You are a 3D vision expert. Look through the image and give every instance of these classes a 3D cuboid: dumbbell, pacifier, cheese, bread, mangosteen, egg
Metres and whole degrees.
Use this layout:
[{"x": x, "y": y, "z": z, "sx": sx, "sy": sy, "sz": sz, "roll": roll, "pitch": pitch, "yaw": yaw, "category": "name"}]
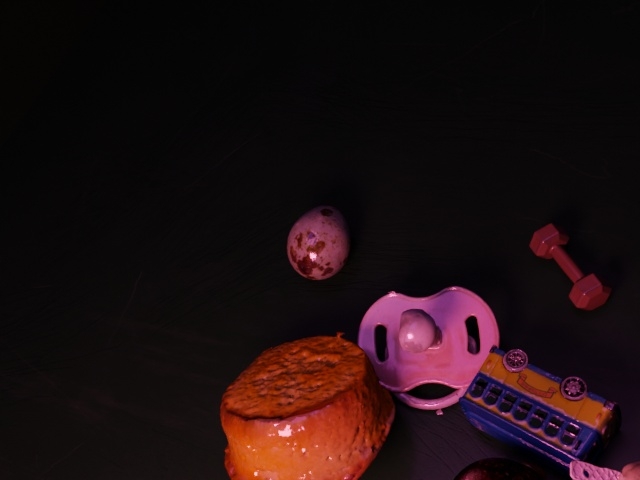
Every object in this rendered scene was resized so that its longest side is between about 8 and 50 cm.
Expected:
[{"x": 0.581, "y": 0.059, "z": 1.767, "sx": 0.082, "sy": 0.092, "sz": 0.231, "roll": -9, "pitch": 47, "yaw": -20, "category": "dumbbell"}, {"x": 0.236, "y": 0.223, "z": 1.715, "sx": 0.332, "sy": 0.273, "sz": 0.220, "roll": -7, "pitch": 37, "yaw": 18, "category": "pacifier"}, {"x": 0.582, "y": 0.457, "z": 1.410, "sx": 0.251, "sy": 0.054, "sz": 0.127, "roll": 17, "pitch": 58, "yaw": -6, "category": "cheese"}, {"x": -0.033, "y": 0.383, "z": 1.643, "sx": 0.397, "sy": 0.215, "sz": 0.398, "roll": -14, "pitch": 20, "yaw": 5, "category": "bread"}, {"x": 0.359, "y": 0.519, "z": 1.457, "sx": 0.228, "sy": 0.228, "sz": 0.265, "roll": 13, "pitch": 24, "yaw": 31, "category": "mangosteen"}, {"x": 0.000, "y": 0.000, "z": 2.009, "sx": 0.169, "sy": 0.169, "sz": 0.231, "roll": -1, "pitch": 46, "yaw": 23, "category": "egg"}]

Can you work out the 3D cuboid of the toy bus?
[{"x": 0.454, "y": 0.357, "z": 1.566, "sx": 0.287, "sy": 0.138, "sz": 0.175, "roll": 24, "pitch": 67, "yaw": 35, "category": "toy bus"}]
